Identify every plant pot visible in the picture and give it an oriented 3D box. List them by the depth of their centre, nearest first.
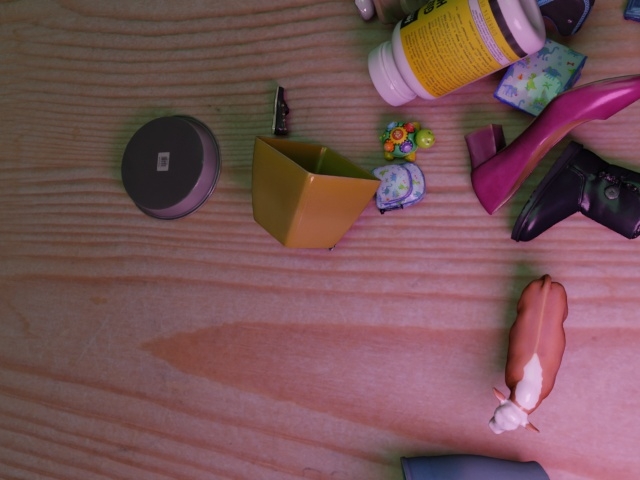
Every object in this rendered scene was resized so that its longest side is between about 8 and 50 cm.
[{"bbox_3d":[0.300,0.519,1.024,0.255,0.271,0.271,-11,78,2],"label":"plant pot"},{"bbox_3d":[-0.032,-0.096,1.231,0.212,0.212,0.187,38,117,41],"label":"plant pot"}]

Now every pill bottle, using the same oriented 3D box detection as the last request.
[{"bbox_3d":[0.273,-0.413,1.164,0.334,0.188,0.187,-19,75,37],"label":"pill bottle"}]

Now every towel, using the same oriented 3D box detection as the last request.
[{"bbox_3d":[0.684,-0.513,1.157,0.067,0.029,0.119,21,89,20],"label":"towel"}]

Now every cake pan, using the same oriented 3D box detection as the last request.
[{"bbox_3d":[-0.404,-0.199,1.469,0.293,0.054,0.293,-3,81,18],"label":"cake pan"}]

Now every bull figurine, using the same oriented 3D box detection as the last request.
[{"bbox_3d":[0.402,0.219,1.059,0.101,0.188,0.310,17,88,21],"label":"bull figurine"}]

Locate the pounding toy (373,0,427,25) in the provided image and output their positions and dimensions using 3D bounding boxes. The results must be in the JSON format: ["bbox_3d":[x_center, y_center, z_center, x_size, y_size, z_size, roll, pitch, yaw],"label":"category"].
[{"bbox_3d":[0.136,-0.621,1.277,0.155,0.154,0.269,-6,119,40],"label":"pounding toy"}]

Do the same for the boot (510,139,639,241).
[{"bbox_3d":[0.530,-0.058,1.106,0.207,0.094,0.246,35,88,24],"label":"boot"}]

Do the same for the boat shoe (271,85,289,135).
[{"bbox_3d":[-0.099,-0.324,1.391,0.042,0.049,0.132,4,75,-9],"label":"boat shoe"}]

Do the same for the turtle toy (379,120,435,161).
[{"bbox_3d":[0.196,-0.231,1.261,0.130,0.066,0.095,7,84,20],"label":"turtle toy"}]

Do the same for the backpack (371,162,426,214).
[{"bbox_3d":[0.176,-0.123,1.243,0.114,0.084,0.104,-11,81,14],"label":"backpack"}]

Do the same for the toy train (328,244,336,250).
[{"bbox_3d":[0.000,0.000,1.321,0.083,0.017,0.023,27,101,20],"label":"toy train"}]

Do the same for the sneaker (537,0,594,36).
[{"bbox_3d":[0.425,-0.547,1.196,0.125,0.139,0.341,-24,46,-27],"label":"sneaker"}]

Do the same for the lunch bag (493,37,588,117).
[{"bbox_3d":[0.460,-0.336,1.172,0.129,0.096,0.151,33,84,20],"label":"lunch bag"}]

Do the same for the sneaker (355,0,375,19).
[{"bbox_3d":[0.119,-0.650,1.345,0.095,0.090,0.234,-5,82,8],"label":"sneaker"}]

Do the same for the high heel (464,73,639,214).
[{"bbox_3d":[0.462,-0.180,1.080,0.377,0.127,0.181,-19,84,49],"label":"high heel"}]
